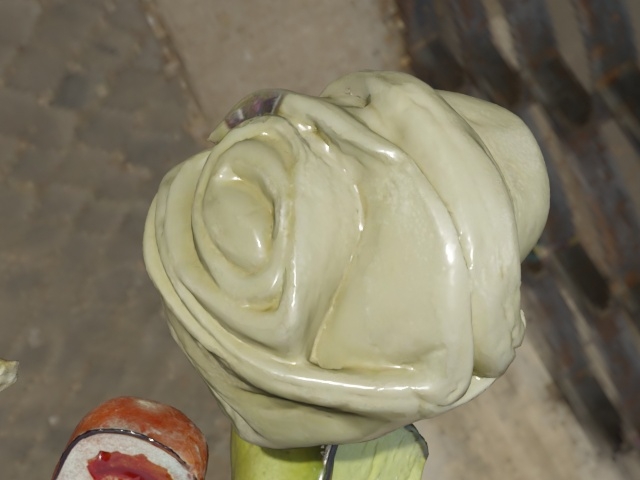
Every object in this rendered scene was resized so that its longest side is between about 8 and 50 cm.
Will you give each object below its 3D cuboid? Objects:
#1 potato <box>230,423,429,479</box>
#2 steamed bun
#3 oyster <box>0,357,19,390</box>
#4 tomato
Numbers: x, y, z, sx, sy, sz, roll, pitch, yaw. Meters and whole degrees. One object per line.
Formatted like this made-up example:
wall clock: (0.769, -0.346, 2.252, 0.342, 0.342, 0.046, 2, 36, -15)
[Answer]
potato: (-0.032, 0.300, 2.221, 0.280, 0.213, 0.330, -67, 151, -20)
steamed bun: (0.000, 0.000, 1.568, 0.368, 0.342, 0.255, -24, 137, 26)
oyster: (-0.457, 0.174, 1.613, 0.111, 0.204, 0.396, -33, -167, 48)
tomato: (-0.219, 0.272, 2.079, 0.181, 0.155, 0.214, 29, 117, -9)
